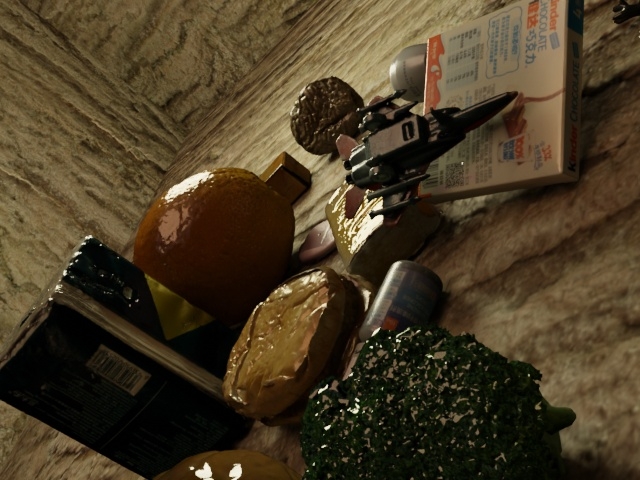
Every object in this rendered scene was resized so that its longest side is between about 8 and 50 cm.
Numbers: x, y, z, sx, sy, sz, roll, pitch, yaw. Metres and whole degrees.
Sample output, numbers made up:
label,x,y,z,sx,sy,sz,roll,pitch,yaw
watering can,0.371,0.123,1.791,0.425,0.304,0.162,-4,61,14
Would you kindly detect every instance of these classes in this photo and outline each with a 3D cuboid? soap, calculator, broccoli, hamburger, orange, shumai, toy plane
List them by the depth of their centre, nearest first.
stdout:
label,x,y,z,sx,sy,sz,roll,pitch,yaw
broccoli,0.123,0.215,0.652,0.307,0.275,0.308,17,112,49
toy plane,0.142,-0.150,1.087,0.326,0.104,0.223,-28,61,47
hamburger,-0.029,0.169,1.156,0.283,0.144,0.260,-15,47,52
soap,0.100,-0.045,1.294,0.173,0.089,0.274,-50,20,13
calculator,0.000,0.000,1.521,0.166,0.024,0.103,-25,35,50
orange,-0.219,0.014,1.577,0.357,0.322,0.322,-46,19,-13
shumai,0.030,-0.318,1.825,0.206,0.166,0.175,-38,3,32

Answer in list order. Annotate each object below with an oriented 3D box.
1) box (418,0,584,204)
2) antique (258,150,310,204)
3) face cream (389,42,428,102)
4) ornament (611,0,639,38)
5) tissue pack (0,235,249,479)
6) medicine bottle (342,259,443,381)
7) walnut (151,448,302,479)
label,x,y,z,sx,sy,sz,roll,pitch,yaw
box,0.257,-0.202,1.077,0.265,0.048,0.274,-6,75,53
antique,-0.159,-0.082,1.890,0.310,0.093,0.087,-44,22,24
face cream,0.207,-0.341,1.498,0.104,0.117,0.117,-5,51,52
ornament,0.489,-0.355,0.972,0.202,0.080,0.236,-59,21,-5
tissue pack,-0.345,0.233,1.348,0.264,0.416,0.253,-46,19,23
medicine bottle,0.097,0.130,1.028,0.083,0.083,0.203,-11,46,60
walnut,-0.094,0.382,0.748,0.333,0.333,0.333,-44,23,24
